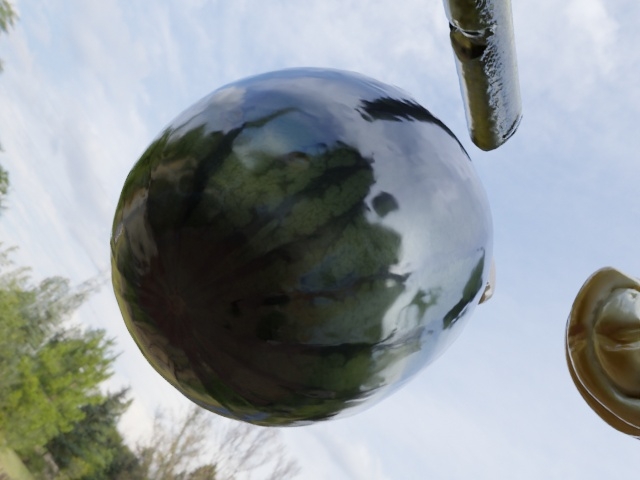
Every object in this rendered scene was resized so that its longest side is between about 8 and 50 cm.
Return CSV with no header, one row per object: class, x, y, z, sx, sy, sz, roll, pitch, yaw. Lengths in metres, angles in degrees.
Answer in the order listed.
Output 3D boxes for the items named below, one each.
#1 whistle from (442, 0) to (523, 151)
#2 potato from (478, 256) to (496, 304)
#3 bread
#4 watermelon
whistle,0.158,-0.184,0.594,0.057,0.068,0.326,42,-1,29
potato,0.191,-0.014,0.971,0.128,0.161,0.234,124,-32,-50
bread,0.388,0.149,0.718,0.311,0.172,0.121,21,-36,-38
watermelon,0.000,0.000,0.521,0.279,0.359,0.278,4,-82,31
